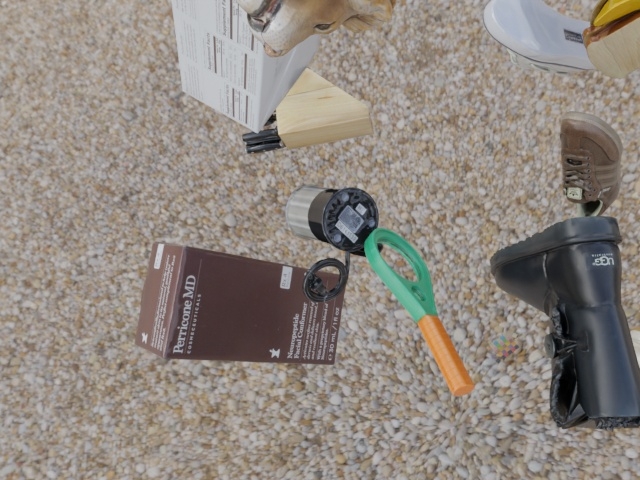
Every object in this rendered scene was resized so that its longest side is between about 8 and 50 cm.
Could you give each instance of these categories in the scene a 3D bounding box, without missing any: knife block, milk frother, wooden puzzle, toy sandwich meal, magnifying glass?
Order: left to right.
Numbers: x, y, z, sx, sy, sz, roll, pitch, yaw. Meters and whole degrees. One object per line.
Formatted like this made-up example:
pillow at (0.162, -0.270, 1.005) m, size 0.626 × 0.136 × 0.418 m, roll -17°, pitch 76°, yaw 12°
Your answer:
knife block at (-0.048, -0.261, 1.245) m, size 0.275 × 0.088 × 0.242 m, roll 37°, pitch 87°, yaw 19°
milk frother at (0.000, 0.000, 0.746) m, size 0.143 × 0.134 × 0.129 m, roll -36°, pitch 109°, yaw -16°
magnifying glass at (0.116, 0.075, 0.633) m, size 0.026 × 0.092 × 0.231 m, roll -50°, pitch 44°, yaw 29°
wooden puzzle at (0.431, 0.247, 1.255) m, size 0.083 × 0.006 × 0.049 m, roll -42°, pitch 96°, yaw 12°
toy sandwich meal at (0.217, -0.142, 0.353) m, size 0.085 × 0.085 × 0.029 m, roll 6°, pitch 72°, yaw 16°

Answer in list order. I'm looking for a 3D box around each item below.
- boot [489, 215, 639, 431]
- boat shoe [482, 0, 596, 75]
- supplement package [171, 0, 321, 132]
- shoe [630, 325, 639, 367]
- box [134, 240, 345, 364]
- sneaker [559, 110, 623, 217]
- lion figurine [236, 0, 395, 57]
boot at (0.266, 0.102, 0.603) m, size 0.094 × 0.246 × 0.208 m, roll 0°, pitch 77°, yaw -2°
boat shoe at (0.342, -0.313, 0.843) m, size 0.267 × 0.088 × 0.096 m, roll -3°, pitch 82°, yaw -31°
supplement package at (-0.093, -0.328, 0.764) m, size 0.145 × 0.262 × 0.204 m, roll 30°, pitch 66°, yaw 3°
shoe at (0.504, 0.234, 0.789) m, size 0.058 × 0.076 × 0.219 m, roll -25°, pitch 94°, yaw -22°
box at (-0.136, 0.127, 1.025) m, size 0.143 × 0.381 × 0.191 m, roll 3°, pitch 83°, yaw 52°
sneaker at (0.345, -0.086, 0.688) m, size 0.066 × 0.188 × 0.071 m, roll 23°, pitch 78°, yaw 45°
lion figurine at (-0.095, -0.303, 0.402) m, size 0.142 × 0.240 × 0.392 m, roll -48°, pitch 49°, yaw 23°
